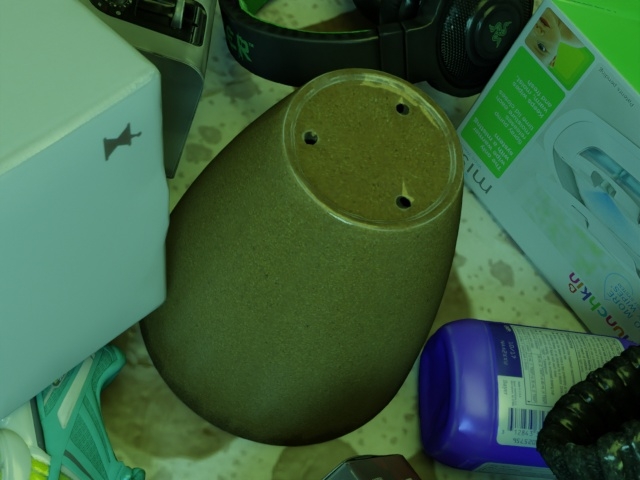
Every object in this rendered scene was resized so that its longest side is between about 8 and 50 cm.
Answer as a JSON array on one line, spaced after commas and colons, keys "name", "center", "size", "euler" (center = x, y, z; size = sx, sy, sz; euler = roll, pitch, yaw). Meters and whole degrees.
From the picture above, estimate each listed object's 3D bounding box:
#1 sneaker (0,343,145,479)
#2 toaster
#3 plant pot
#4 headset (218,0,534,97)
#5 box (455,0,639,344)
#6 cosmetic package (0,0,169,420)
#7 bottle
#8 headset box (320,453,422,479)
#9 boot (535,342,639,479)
[{"name": "sneaker", "center": [-0.165, 0.185, 0.655], "size": [0.110, 0.107, 0.275], "euler": [4, 62, -25]}, {"name": "toaster", "center": [-0.150, -0.154, 0.798], "size": [0.110, 0.185, 0.168], "euler": [13, 53, -13]}, {"name": "plant pot", "center": [0.000, 0.000, 0.709], "size": [0.237, 0.254, 0.237], "euler": [7, 63, -13]}, {"name": "headset", "center": [0.103, -0.252, 0.874], "size": [0.394, 0.185, 0.243], "euler": [-12, 39, -8]}, {"name": "box", "center": [0.262, -0.063, 0.832], "size": [0.127, 0.231, 0.262], "euler": [-31, 76, -29]}, {"name": "cosmetic package", "center": [-0.305, -0.120, 0.647], "size": [0.453, 0.230, 0.161], "euler": [40, 59, 21]}, {"name": "bottle", "center": [0.223, 0.134, 0.799], "size": [0.283, 0.092, 0.118], "euler": [7, 61, -13]}, {"name": "headset box", "center": [0.023, 0.282, 0.573], "size": [0.218, 0.110, 0.293], "euler": [-44, 68, 10]}, {"name": "boot", "center": [0.208, 0.243, 0.646], "size": [0.348, 0.131, 0.260], "euler": [-43, 121, -40]}]
